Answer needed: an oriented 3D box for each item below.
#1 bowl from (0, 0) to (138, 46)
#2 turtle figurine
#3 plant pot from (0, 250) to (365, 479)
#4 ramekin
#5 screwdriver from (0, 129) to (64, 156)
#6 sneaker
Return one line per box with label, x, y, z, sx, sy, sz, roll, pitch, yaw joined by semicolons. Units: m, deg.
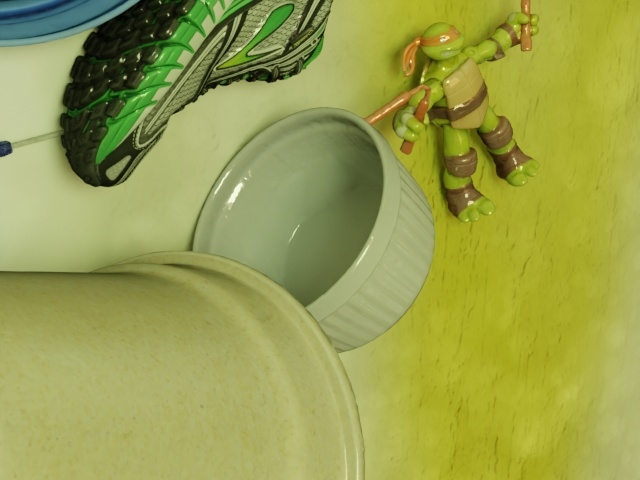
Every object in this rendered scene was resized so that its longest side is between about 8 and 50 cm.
bowl;-0.244;-0.334;0.701;0.391;0.077;0.390;-8;104;-33
turtle figurine;0.132;-0.127;0.997;0.269;0.087;0.217;-46;129;-28
plant pot;-0.184;0.147;0.627;0.305;0.334;0.333;21;88;-62
ramekin;0.000;0.000;0.869;0.109;0.207;0.207;36;79;-44
screwdriver;-0.231;-0.078;0.797;0.170;0.025;0.024;-19;111;-29
sneaker;-0.070;-0.166;0.821;0.343;0.134;0.146;-49;123;-17
